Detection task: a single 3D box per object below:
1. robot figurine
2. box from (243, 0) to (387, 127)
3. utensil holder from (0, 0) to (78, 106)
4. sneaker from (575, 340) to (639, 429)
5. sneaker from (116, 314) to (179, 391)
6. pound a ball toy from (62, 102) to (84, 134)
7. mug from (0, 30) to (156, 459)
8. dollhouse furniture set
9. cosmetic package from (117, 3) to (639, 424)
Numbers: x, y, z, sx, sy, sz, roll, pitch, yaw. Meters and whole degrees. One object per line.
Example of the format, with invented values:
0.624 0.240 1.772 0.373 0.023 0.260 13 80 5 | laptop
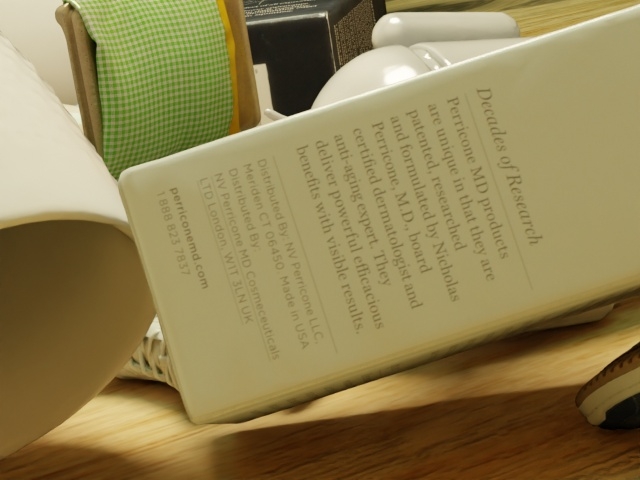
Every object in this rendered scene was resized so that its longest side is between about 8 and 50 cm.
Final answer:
0.134 -0.062 1.222 0.354 0.199 0.299 -7 58 -20 | robot figurine
-0.081 -0.190 1.871 0.294 0.211 0.395 -6 16 13 | box
-0.415 -0.235 2.031 0.386 0.327 0.327 -4 16 8 | utensil holder
0.283 0.094 0.894 0.099 0.153 0.282 -29 -5 -46 | sneaker
-0.100 0.076 1.159 0.232 0.090 0.115 -4 19 20 | sneaker
-0.353 -0.094 1.684 0.319 0.135 0.208 9 -15 5 | pound a ball toy
-0.310 -0.009 1.091 0.276 0.374 0.328 -23 60 -23 | mug
-0.077 -0.074 1.274 0.151 0.301 0.197 -1 15 35 | dollhouse furniture set
0.122 -0.023 0.979 0.453 0.161 0.230 -17 -7 0 | cosmetic package
